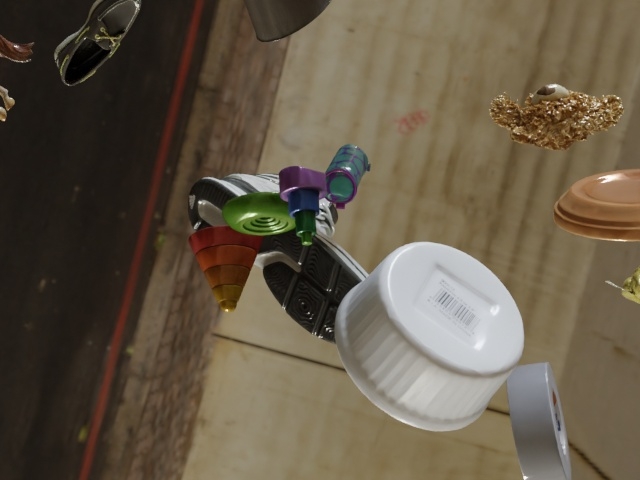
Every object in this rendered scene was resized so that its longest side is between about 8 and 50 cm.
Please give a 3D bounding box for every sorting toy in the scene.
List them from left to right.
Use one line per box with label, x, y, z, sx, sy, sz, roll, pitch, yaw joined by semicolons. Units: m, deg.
sorting toy;-0.090;0.014;1.503;0.365;0.127;0.126;-34;-125;56

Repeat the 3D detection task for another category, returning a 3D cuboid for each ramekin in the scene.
ramekin;0.172;0.134;1.531;0.135;0.277;0.277;-57;-170;42

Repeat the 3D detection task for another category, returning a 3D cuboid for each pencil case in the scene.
pencil case;0.042;-0.110;1.704;0.152;0.064;0.070;-62;155;-66

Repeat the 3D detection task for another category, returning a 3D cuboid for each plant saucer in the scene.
plant saucer;0.379;-0.048;1.210;0.200;0.200;0.037;-66;150;-69

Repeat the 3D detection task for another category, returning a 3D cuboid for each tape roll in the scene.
tape roll;0.385;0.325;1.780;0.219;0.072;0.219;-11;90;-74

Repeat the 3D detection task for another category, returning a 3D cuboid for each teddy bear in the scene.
teddy bear;0.463;-0.255;1.972;0.338;0.245;0.113;-14;116;-52

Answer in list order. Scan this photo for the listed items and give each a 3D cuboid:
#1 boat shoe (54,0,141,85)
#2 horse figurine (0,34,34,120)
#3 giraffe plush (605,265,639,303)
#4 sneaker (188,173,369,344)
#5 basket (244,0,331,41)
boat shoe;-0.404;-0.373;1.868;0.227;0.081;0.069;-39;-128;28
horse figurine;-0.469;-0.187;1.228;0.174;0.066;0.263;53;51;-25
giraffe plush;0.681;0.049;1.992;0.170;0.210;0.181;-63;-156;-1
sneaker;0.000;-0.001;1.810;0.257;0.447;0.169;-22;141;-47
basket;-0.097;-0.556;2.061;0.204;0.154;0.227;-47;129;-25
